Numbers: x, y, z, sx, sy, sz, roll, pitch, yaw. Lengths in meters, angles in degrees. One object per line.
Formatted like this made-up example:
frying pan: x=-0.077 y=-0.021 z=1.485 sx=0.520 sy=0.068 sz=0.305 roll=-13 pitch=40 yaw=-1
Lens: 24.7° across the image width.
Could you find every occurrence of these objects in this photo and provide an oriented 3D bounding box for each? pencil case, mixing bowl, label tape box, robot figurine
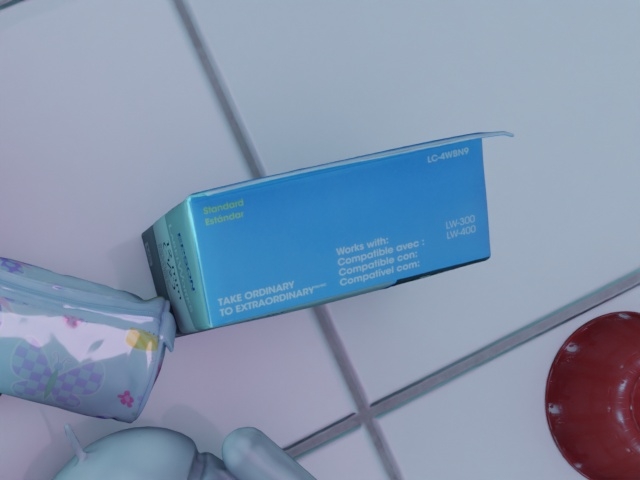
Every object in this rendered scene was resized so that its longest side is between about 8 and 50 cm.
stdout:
pencil case: x=-0.264 y=0.068 z=1.247 sx=0.273 sy=0.113 sz=0.124 roll=18 pitch=121 yaw=-10
mixing bowl: x=0.323 y=0.158 z=1.443 sx=0.181 sy=0.098 sz=0.182 roll=1 pitch=85 yaw=-14
label tape box: x=0.000 y=0.000 z=1.238 sx=0.249 sy=0.347 sz=0.115 roll=-13 pitch=90 yaw=-15
robot figurine: x=-0.108 y=0.296 z=1.265 sx=0.353 sy=0.200 sz=0.300 roll=36 pitch=103 yaw=-9

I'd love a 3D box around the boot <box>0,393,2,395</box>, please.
boot: x=-0.321 y=0.093 z=1.310 sx=0.118 sy=0.042 sz=0.087 roll=21 pitch=75 yaw=-14
